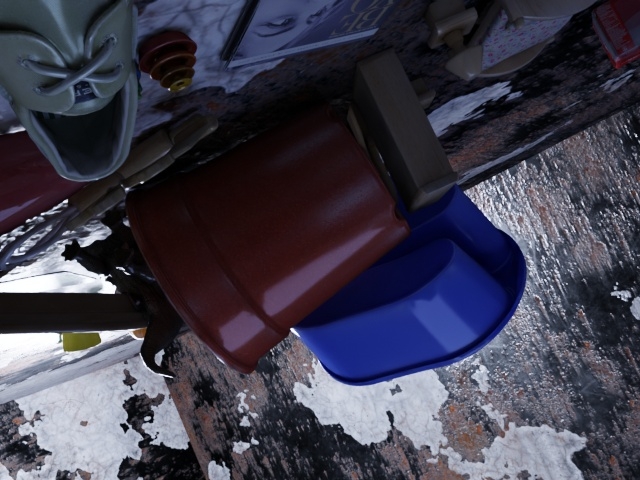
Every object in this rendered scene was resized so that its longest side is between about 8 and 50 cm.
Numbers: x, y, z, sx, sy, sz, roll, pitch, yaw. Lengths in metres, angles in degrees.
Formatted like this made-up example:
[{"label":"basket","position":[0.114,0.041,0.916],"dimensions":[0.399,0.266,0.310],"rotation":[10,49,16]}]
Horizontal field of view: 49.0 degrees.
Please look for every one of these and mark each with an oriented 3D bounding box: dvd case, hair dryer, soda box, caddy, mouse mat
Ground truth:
[{"label":"dvd case","position":[0.022,-0.211,0.561],"dimensions":[0.165,0.018,0.221],"rotation":[-21,173,-28]},{"label":"hair dryer","position":[-0.305,-0.039,0.632],"dimensions":[0.294,0.080,0.223],"rotation":[-22,-169,18]},{"label":"soda box","position":[0.528,-0.351,0.994],"dimensions":[0.263,0.083,0.092],"rotation":[-26,173,21]},{"label":"caddy","position":[0.112,0.068,0.984],"dimensions":[0.341,0.179,0.241],"rotation":[-21,-143,31]},{"label":"mouse mat","position":[-0.432,0.068,0.999],"dimensions":[0.190,0.007,0.152],"rotation":[-12,173,-1]}]

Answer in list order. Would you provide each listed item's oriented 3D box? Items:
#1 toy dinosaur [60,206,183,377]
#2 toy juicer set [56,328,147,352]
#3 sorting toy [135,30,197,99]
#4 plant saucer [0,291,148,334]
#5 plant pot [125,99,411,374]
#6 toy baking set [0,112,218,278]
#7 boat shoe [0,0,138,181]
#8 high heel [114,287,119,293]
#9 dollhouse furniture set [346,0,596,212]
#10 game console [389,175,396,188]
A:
[{"label":"toy dinosaur","position":[-0.240,0.056,0.942],"dimensions":[0.121,0.313,0.160],"rotation":[-50,149,-2]},{"label":"toy juicer set","position":[-0.382,0.151,1.418],"dimensions":[0.329,0.089,0.209],"rotation":[-16,-170,-37]},{"label":"sorting toy","position":[-0.141,-0.125,0.550],"dimensions":[0.102,0.042,0.061],"rotation":[-26,173,13]},{"label":"plant saucer","position":[-0.321,0.074,0.726],"dimensions":[0.278,0.041,0.278],"rotation":[0,174,0]},{"label":"plant pot","position":[-0.049,-0.019,0.872],"dimensions":[0.265,0.272,0.272],"rotation":[-33,173,4]},{"label":"toy baking set","position":[-0.212,-0.046,0.667],"dimensions":[0.256,0.030,0.196],"rotation":[-29,-165,21]},{"label":"boat shoe","position":[-0.139,-0.117,0.386],"dimensions":[0.109,0.094,0.302],"rotation":[-23,173,-14]},{"label":"high heel","position":[-0.226,0.058,1.407],"dimensions":[0.378,0.127,0.181],"rotation":[-15,-179,-19]},{"label":"dollhouse furniture set","position":[0.235,-0.185,0.860],"dimensions":[0.356,0.173,0.303],"rotation":[-24,174,-6]},{"label":"game console","position":[-0.003,-0.028,1.256],"dimensions":[0.293,0.173,0.250],"rotation":[-20,172,-28]}]
